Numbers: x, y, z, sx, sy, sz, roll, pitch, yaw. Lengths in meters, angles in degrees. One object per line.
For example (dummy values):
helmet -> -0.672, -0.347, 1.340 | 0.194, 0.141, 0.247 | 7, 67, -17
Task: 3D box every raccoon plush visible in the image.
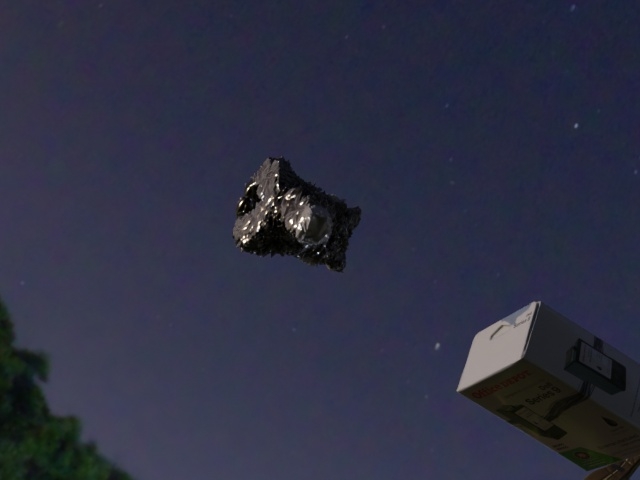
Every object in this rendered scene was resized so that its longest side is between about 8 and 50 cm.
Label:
raccoon plush -> 0.000, 0.000, 1.957 | 0.299, 0.216, 0.446 | 24, 13, -26

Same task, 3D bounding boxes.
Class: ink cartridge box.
ink cartridge box -> 0.408, 0.251, 1.543 | 0.289, 0.121, 0.211 | 31, -33, -8

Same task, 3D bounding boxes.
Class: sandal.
sandal -> 0.635, 0.513, 1.977 | 0.049, 0.180, 0.072 | 61, -15, -21
